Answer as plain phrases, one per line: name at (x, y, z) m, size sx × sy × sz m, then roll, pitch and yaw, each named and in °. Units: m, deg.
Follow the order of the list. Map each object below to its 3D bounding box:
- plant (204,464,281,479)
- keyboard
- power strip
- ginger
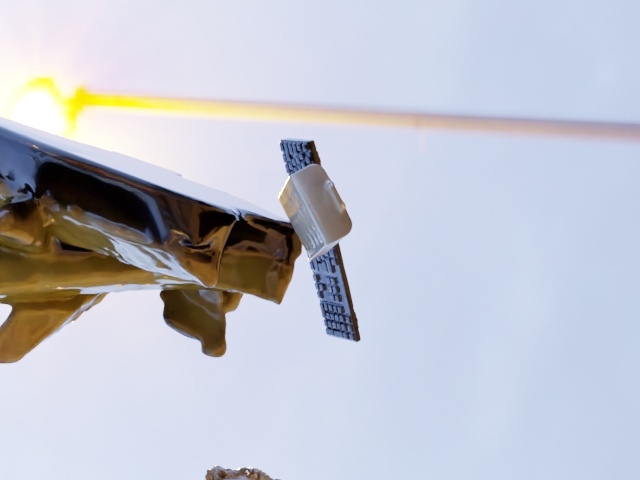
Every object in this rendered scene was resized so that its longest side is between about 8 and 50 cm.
plant at (-0.081, 0.294, 1.931) m, size 0.116 × 0.104 × 0.122 m, roll 117°, pitch 159°, yaw -59°
keyboard at (0.000, 0.000, 1.832) m, size 0.013 × 0.061 × 0.204 m, roll -19°, pitch -77°, yaw -26°
power strip at (-0.006, -0.020, 1.495) m, size 0.060 × 0.027 × 0.253 m, roll 62°, pitch 175°, yaw 2°
ginger at (-0.217, 0.021, 1.677) m, size 0.358 × 0.413 × 0.211 m, roll 13°, pitch -83°, yaw -52°
